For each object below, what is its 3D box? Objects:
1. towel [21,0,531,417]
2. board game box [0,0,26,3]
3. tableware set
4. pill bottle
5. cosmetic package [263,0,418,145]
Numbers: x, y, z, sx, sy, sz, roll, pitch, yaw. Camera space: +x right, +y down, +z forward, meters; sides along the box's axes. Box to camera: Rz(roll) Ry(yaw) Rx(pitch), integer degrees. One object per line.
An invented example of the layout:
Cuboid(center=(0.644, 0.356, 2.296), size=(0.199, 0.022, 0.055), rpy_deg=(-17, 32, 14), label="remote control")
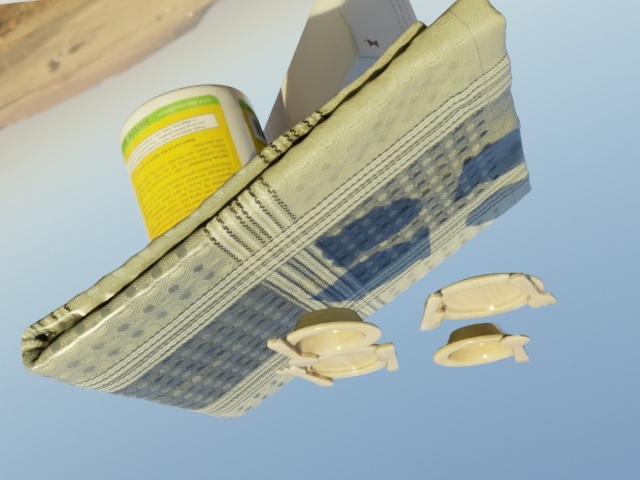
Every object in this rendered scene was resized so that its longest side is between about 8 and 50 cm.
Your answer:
Cuboid(center=(0.000, 0.000, 0.588), size=(0.324, 0.056, 0.312), rpy_deg=(-37, 158, 3), label="towel")
Cuboid(center=(-0.574, -0.457, 1.279), size=(0.318, 0.319, 0.065), rpy_deg=(3, -108, 26), label="board game box")
Cuboid(center=(0.051, 0.057, 0.499), size=(0.169, 0.020, 0.141), rpy_deg=(-12, 156, 9), label="tableware set")
Cuboid(center=(-0.093, -0.010, 0.819), size=(0.137, 0.245, 0.136), rpy_deg=(-18, 161, -7), label="pill bottle")
Cuboid(center=(0.018, -0.132, 0.851), size=(0.086, 0.117, 0.231), rpy_deg=(1, 145, -24), label="cosmetic package")
